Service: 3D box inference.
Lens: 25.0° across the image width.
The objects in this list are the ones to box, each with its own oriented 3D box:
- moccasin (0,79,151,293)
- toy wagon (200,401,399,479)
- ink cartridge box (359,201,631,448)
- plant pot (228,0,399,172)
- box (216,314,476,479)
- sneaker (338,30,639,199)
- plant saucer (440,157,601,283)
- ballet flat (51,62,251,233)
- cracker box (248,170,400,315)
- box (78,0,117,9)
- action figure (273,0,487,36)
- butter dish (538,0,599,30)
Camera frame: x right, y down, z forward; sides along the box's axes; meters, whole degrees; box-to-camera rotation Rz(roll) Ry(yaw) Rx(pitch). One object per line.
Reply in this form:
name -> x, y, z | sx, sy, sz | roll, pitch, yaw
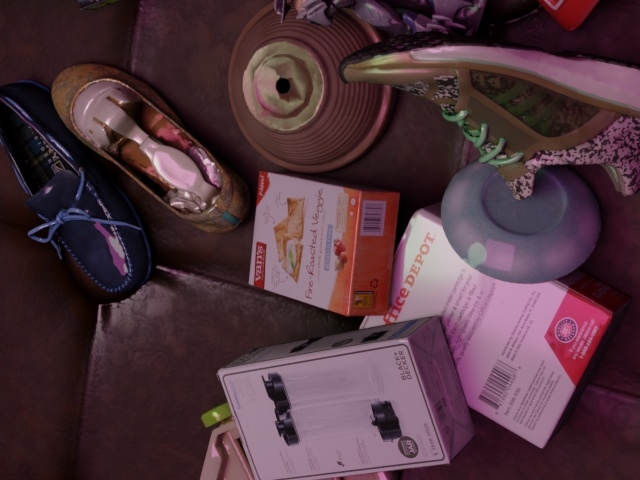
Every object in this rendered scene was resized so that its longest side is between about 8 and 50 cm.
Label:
moccasin -> -0.372, -0.065, 2.027 | 0.138, 0.117, 0.342 | -41, 81, 23
toy wagon -> -0.066, 0.338, 1.985 | 0.344, 0.068, 0.267 | -28, 86, 25
ink cartridge box -> 0.214, 0.098, 1.799 | 0.273, 0.114, 0.197 | 30, 109, 17
plant pot -> -0.027, -0.202, 1.862 | 0.237, 0.110, 0.237 | 3, 98, 24
box -> 0.029, 0.202, 1.804 | 0.290, 0.087, 0.169 | -14, 100, 32
sneaker -> 0.219, -0.137, 1.669 | 0.410, 0.158, 0.182 | 8, 100, -5
plant saucer -> 0.243, -0.039, 1.738 | 0.195, 0.037, 0.195 | 0, 59, 1
ballet flat -> -0.240, -0.136, 1.958 | 0.348, 0.123, 0.123 | 39, 111, 13
cracker box -> 0.000, 0.000, 1.838 | 0.232, 0.067, 0.155 | 14, 100, 55
box -> -0.249, -0.397, 1.967 | 0.207, 0.036, 0.114 | -14, 92, 25
action figure -> 0.059, -0.304, 1.786 | 0.285, 0.185, 0.099 | 20, 138, 5
butter dish -> 0.298, -0.358, 1.697 | 0.160, 0.118, 0.160 | 48, 153, 8
